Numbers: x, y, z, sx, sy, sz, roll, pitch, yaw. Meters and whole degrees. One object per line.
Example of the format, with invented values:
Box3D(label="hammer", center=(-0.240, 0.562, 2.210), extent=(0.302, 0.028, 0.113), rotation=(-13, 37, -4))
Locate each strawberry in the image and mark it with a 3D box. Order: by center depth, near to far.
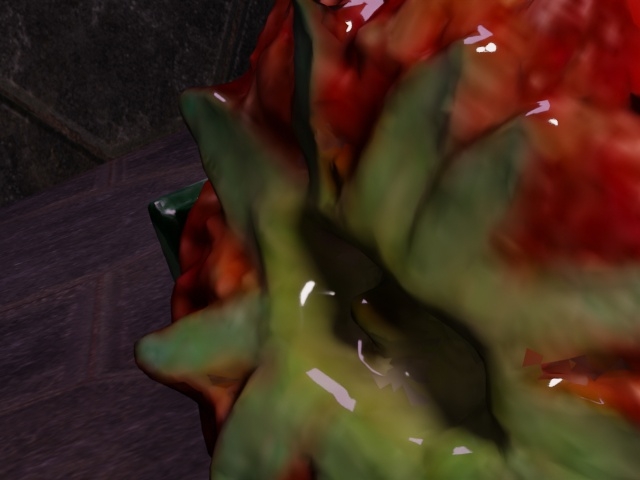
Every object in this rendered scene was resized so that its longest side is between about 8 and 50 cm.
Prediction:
Box3D(label="strawberry", center=(0.110, -0.027, 0.532), extent=(0.292, 0.291, 0.310), rotation=(-11, 19, 39))

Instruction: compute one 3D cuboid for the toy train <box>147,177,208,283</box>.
Box3D(label="toy train", center=(0.058, -0.010, 0.931), extent=(0.266, 0.145, 0.202), rotation=(-24, 7, -32))
